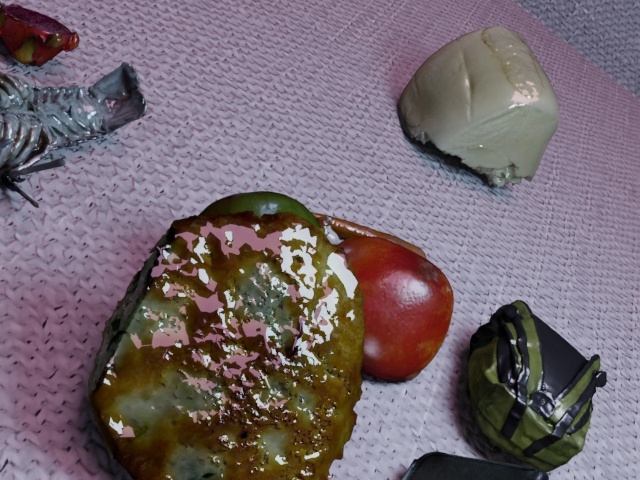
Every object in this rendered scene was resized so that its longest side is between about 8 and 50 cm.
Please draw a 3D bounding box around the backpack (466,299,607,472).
[{"bbox_3d":[0.309,0.209,1.223,0.207,0.140,0.253,36,31,-1],"label":"backpack"}]

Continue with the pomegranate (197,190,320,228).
[{"bbox_3d":[-0.075,0.051,1.039,0.187,0.187,0.225,2,70,-41],"label":"pomegranate"}]

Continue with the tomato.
[{"bbox_3d":[0.105,0.077,1.189,0.200,0.139,0.233,34,34,-18],"label":"tomato"}]

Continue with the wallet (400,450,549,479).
[{"bbox_3d":[0.119,0.340,0.915,0.172,0.045,0.318,5,26,31],"label":"wallet"}]

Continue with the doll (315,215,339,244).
[{"bbox_3d":[-0.005,-0.004,1.269,0.085,0.040,0.058,-20,76,-51],"label":"doll"}]

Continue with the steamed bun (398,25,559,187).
[{"bbox_3d":[0.306,-0.267,1.691,0.272,0.273,0.290,-5,49,-26],"label":"steamed bun"}]

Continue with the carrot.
[{"bbox_3d":[0.076,-0.002,1.337,0.216,0.048,0.048,24,37,-12],"label":"carrot"}]

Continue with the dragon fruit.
[{"bbox_3d":[-0.410,-0.287,1.197,0.126,0.068,0.112,27,18,5],"label":"dragon fruit"}]

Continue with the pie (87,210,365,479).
[{"bbox_3d":[-0.085,0.137,0.900,0.288,0.103,0.354,27,72,-21],"label":"pie"}]

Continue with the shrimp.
[{"bbox_3d":[-0.369,-0.143,1.004,0.221,0.166,0.410,66,23,-1],"label":"shrimp"}]
